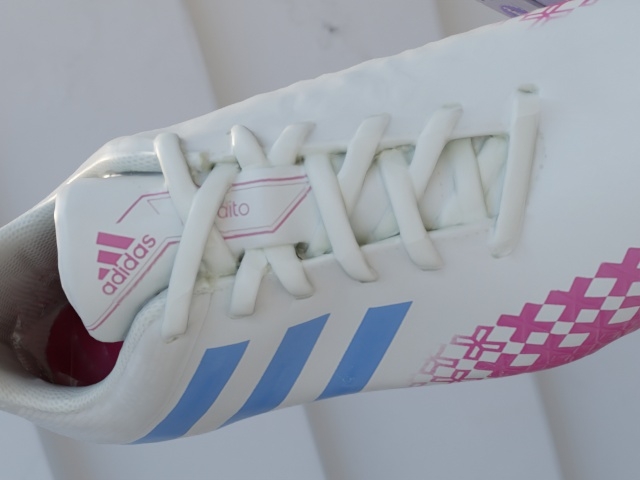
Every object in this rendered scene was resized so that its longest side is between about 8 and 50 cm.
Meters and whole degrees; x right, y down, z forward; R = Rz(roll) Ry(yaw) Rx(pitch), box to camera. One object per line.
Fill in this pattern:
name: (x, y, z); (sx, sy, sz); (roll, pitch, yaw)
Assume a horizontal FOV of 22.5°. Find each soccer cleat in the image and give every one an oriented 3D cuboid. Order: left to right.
soccer cleat: (0.000, 0.000, 0.548); (0.331, 0.116, 0.143); (-23, -21, 29)

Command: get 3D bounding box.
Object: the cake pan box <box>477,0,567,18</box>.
cake pan box: (0.061, -0.239, 0.652); (0.267, 0.245, 0.070); (24, 2, -14)
